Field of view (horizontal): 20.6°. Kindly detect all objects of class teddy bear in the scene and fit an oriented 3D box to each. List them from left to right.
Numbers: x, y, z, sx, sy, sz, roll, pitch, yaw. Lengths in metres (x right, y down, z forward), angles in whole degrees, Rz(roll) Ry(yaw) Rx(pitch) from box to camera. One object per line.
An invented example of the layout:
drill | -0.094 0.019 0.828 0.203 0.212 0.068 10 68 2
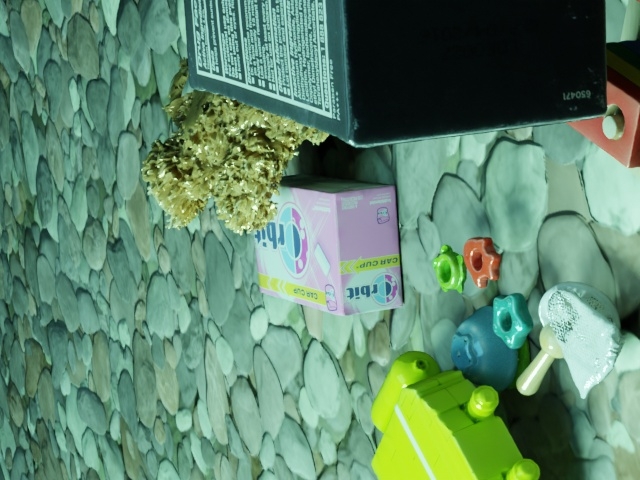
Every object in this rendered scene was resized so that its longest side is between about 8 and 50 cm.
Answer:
teddy bear | -0.052 -0.124 1.561 0.338 0.113 0.245 -45 30 42

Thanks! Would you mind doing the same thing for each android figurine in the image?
android figurine | 0.110 0.204 1.377 0.248 0.056 0.273 61 158 25

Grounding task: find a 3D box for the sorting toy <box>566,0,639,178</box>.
sorting toy | 0.238 -0.112 1.019 0.255 0.089 0.257 47 137 50

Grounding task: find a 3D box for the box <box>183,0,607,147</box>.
box | 0.033 -0.232 1.111 0.294 0.183 0.296 -154 58 -64

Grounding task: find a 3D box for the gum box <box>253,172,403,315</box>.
gum box | 0.000 0.000 1.580 0.188 0.062 0.107 12 108 63

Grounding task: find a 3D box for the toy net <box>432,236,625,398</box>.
toy net | 0.160 0.054 1.291 0.232 0.045 0.122 -5 91 63
